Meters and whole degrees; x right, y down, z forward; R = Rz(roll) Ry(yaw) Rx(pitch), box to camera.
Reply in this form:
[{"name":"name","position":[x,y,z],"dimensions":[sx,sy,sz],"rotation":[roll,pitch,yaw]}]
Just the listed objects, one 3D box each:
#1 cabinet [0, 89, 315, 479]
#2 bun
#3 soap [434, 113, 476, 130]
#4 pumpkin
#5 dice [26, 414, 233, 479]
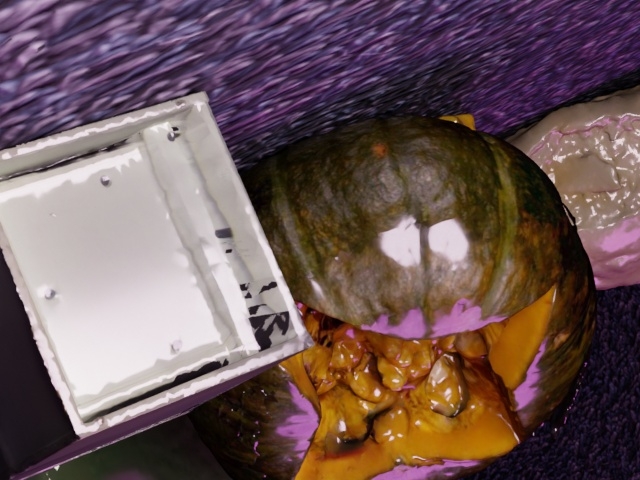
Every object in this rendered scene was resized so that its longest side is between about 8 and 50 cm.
[{"name":"cabinet","position":[-0.124,0.034,0.765],"dimensions":[0.150,0.145,0.206],"rotation":[-20,173,-30]},{"name":"bun","position":[0.324,-0.050,1.547],"dimensions":[0.364,0.202,0.364],"rotation":[-23,177,-1]},{"name":"soap","position":[-0.001,0.000,1.205],"dimensions":[0.324,0.096,0.204],"rotation":[-24,175,7]},{"name":"pumpkin","position":[0.045,0.053,1.009],"dimensions":[0.320,0.192,0.320],"rotation":[-7,134,-8]},{"name":"dice","position":[-0.242,0.253,1.449],"dimensions":[0.322,0.318,0.330],"rotation":[-29,172,40]}]
